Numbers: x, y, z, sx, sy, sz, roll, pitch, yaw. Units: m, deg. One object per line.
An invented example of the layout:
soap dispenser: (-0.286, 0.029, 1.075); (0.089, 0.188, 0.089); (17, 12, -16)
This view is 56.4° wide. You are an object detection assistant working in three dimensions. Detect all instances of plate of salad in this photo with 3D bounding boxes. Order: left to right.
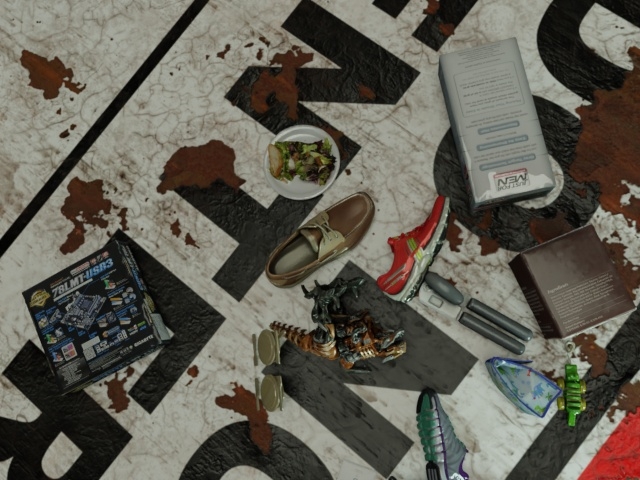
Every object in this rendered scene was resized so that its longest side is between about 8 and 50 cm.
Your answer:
plate of salad: (-0.051, -0.203, 1.518); (0.200, 0.048, 0.199); (-1, 80, 8)

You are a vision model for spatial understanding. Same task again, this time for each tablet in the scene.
tablet: (0.085, 0.552, 1.396); (0.083, 0.006, 0.054); (17, 84, 11)

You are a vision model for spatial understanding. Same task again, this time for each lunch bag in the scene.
lunch bag: (0.437, 0.310, 1.319); (0.151, 0.129, 0.096); (35, 83, 14)

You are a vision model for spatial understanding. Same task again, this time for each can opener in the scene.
can opener: (0.353, 0.171, 1.378); (0.280, 0.093, 0.074); (30, 88, 6)

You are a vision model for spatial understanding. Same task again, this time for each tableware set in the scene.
tableware set: (-0.113, 0.309, 1.429); (0.039, 0.128, 0.194); (3, 76, -34)

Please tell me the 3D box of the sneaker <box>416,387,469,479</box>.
sneaker: (0.283, 0.449, 1.361); (0.098, 0.083, 0.223); (-1, 76, -20)

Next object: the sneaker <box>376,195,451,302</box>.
sneaker: (0.221, 0.007, 1.417); (0.118, 0.107, 0.278); (27, 85, 17)

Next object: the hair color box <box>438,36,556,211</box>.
hair color box: (0.413, -0.274, 1.427); (0.186, 0.113, 0.374); (-12, 79, 7)

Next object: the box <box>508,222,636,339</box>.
box: (0.546, 0.097, 1.317); (0.167, 0.168, 0.203); (-23, 79, 4)

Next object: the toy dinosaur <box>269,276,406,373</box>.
toy dinosaur: (0.033, 0.205, 1.394); (0.322, 0.164, 0.218); (-3, 96, 1)

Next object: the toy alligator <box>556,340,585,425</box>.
toy alligator: (0.564, 0.320, 1.338); (0.056, 0.051, 0.189); (2, 81, 8)

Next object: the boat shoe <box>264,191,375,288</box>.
boat shoe: (0.000, 0.000, 1.442); (0.324, 0.116, 0.123); (-42, 78, 0)

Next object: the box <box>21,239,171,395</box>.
box: (-0.573, 0.195, 1.520); (0.296, 0.073, 0.293); (-29, 77, 3)

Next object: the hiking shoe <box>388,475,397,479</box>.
hiking shoe: (0.210, 0.685, 1.321); (0.132, 0.113, 0.303); (4, 91, 43)
